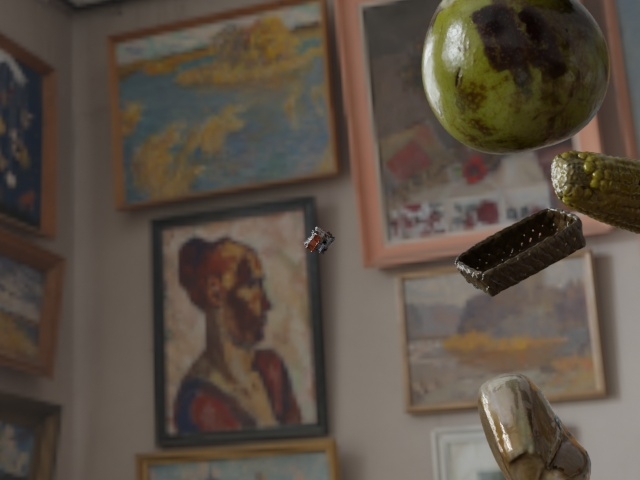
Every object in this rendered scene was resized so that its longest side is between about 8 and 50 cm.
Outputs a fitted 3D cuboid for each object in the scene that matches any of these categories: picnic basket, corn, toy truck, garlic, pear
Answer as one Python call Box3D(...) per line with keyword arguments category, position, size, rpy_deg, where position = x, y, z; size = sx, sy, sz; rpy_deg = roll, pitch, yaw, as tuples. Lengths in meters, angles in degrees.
Box3D(category="picnic basket", position=(0.302, 0.018, 1.841), size=(0.193, 0.055, 0.110), rpy_deg=(-26, 22, -14))
Box3D(category="corn", position=(0.402, -0.057, 1.551), size=(0.261, 0.097, 0.097), rpy_deg=(13, -22, -28))
Box3D(category="toy truck", position=(0.000, 0.000, 1.524), size=(0.032, 0.024, 0.083), rpy_deg=(32, 9, 0))
Box3D(category="garlic", position=(0.271, 0.262, 1.518), size=(0.110, 0.217, 0.228), rpy_deg=(-27, 4, 1))
Box3D(category="pear", position=(0.285, -0.264, 1.805), size=(0.283, 0.283, 0.283), rpy_deg=(-3, -16, -1))
